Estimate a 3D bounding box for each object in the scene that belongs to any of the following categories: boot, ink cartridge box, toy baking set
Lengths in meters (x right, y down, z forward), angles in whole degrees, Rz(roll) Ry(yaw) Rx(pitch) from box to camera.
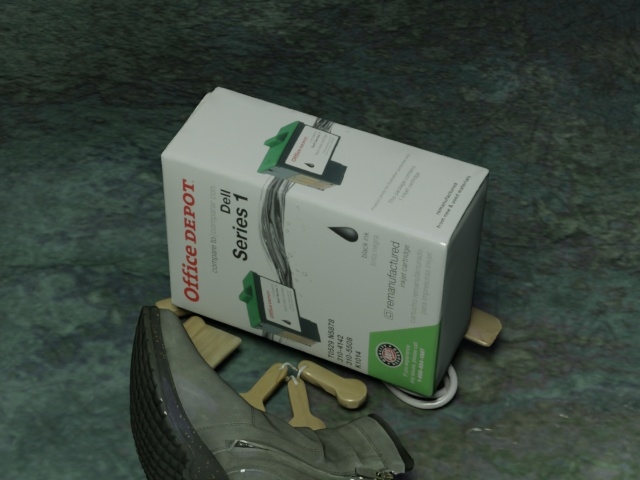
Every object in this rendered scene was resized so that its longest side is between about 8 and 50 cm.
[{"bbox_3d":[-0.033,0.138,1.025,0.161,0.083,0.246,-4,41,-23],"label":"boot"},{"bbox_3d":[0.000,0.000,1.099,0.219,0.160,0.092,17,46,17],"label":"ink cartridge box"},{"bbox_3d":[-0.002,0.078,1.155,0.256,0.030,0.197,-19,46,-23],"label":"toy baking set"}]
